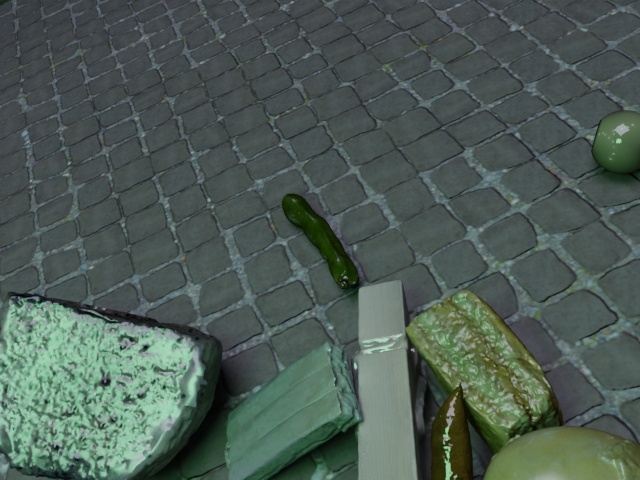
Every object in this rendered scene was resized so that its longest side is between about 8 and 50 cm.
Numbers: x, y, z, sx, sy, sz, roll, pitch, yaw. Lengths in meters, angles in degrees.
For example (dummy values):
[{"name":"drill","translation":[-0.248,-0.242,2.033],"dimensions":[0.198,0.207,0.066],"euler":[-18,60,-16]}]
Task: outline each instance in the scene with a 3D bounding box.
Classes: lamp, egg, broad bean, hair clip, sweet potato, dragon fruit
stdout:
[{"name":"lamp","translation":[0.474,-0.129,1.046],"dimensions":[0.163,0.091,0.091],"euler":[18,55,16]},{"name":"egg","translation":[0.246,0.252,0.685],"dimensions":[0.202,0.164,0.164],"euler":[18,45,-15]},{"name":"broad bean","translation":[0.000,0.000,1.131],"dimensions":[0.053,0.052,0.256],"euler":[1,34,-28]},{"name":"hair clip","translation":[0.081,0.195,0.876],"dimensions":[0.085,0.101,0.330],"euler":[-16,42,16]},{"name":"sweet potato","translation":[0.138,0.281,0.731],"dimensions":[0.067,0.067,0.273],"euler":[-8,75,16]},{"name":"dragon fruit","translation":[-0.279,0.197,0.964],"dimensions":[0.283,0.204,0.221],"euler":[11,78,3]}]

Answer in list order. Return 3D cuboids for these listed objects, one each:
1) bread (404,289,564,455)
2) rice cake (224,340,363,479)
[{"name":"bread","translation":[0.195,0.159,0.834],"dimensions":[0.102,0.138,0.196],"euler":[-37,44,1]},{"name":"rice cake","translation":[-0.043,0.217,0.888],"dimensions":[0.211,0.038,0.124],"euler":[-43,34,23]}]
